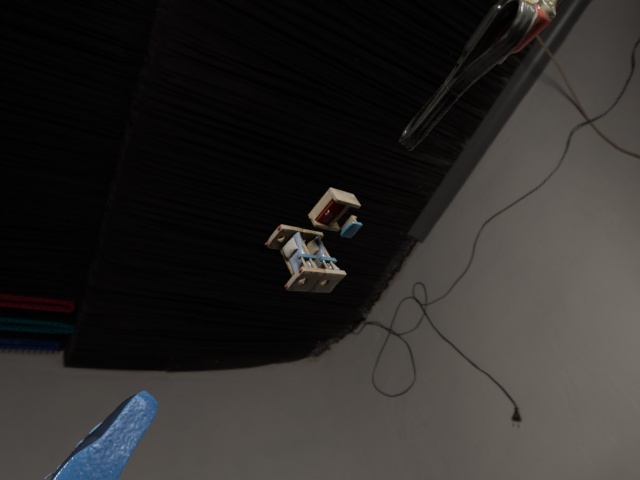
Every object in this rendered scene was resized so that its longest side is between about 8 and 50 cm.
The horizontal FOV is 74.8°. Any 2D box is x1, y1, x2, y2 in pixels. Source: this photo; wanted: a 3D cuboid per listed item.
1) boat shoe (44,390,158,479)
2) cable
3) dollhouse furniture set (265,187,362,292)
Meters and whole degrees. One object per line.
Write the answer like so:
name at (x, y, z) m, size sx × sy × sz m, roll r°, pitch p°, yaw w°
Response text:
boat shoe at (-0.405, 0.404, 0.779) m, size 0.089 × 0.109 × 0.258 m, roll -30°, pitch 8°, yaw 33°
cable at (0.215, -0.222, 0.579) m, size 0.287 × 0.072 × 0.139 m, roll -57°, pitch 11°, yaw 35°
dollhouse furniture set at (0.000, 0.000, 0.872) m, size 0.183 × 0.129 × 0.129 m, roll -50°, pitch 52°, yaw 28°
